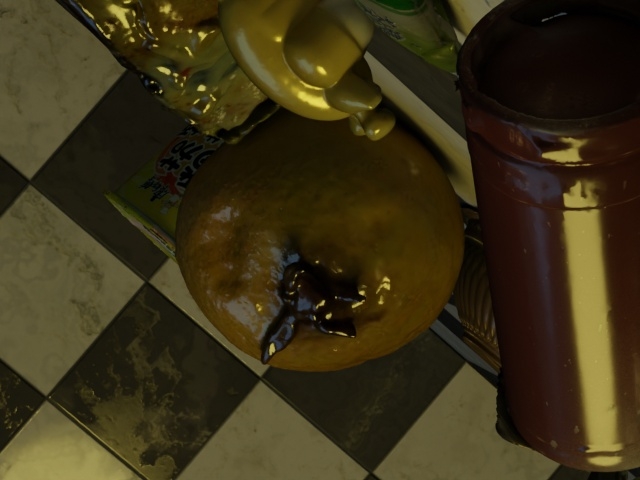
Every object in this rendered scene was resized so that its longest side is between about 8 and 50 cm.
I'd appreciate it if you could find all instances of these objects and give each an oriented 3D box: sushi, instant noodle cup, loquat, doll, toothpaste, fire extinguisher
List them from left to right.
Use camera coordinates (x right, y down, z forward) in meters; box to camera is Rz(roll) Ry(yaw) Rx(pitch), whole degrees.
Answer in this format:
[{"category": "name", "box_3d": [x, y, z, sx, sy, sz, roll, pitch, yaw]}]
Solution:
[{"category": "sushi", "box_3d": [-0.085, -0.170, 1.320, 0.291, 0.139, 0.131, 47, -167, -51]}, {"category": "doll", "box_3d": [-0.057, -0.171, 1.142, 0.291, 0.086, 0.117, 44, 180, -14]}, {"category": "instant noodle cup", "box_3d": [-0.057, -0.035, 1.849, 0.264, 0.200, 0.264, 40, 175, 4]}, {"category": "loquat", "box_3d": [0.000, 0.000, 1.486, 0.244, 0.244, 0.244, 40, 176, 3]}, {"category": "toothpaste", "box_3d": [0.029, -0.141, 0.946, 0.078, 0.047, 0.248, 42, 179, 19]}, {"category": "instant noodle cup", "box_3d": [0.196, 0.089, 1.622, 0.274, 0.091, 0.274, 41, 177, 2]}, {"category": "fire extinguisher", "box_3d": [0.117, 0.025, 0.805, 0.105, 0.105, 0.269, 38, 152, 39]}]

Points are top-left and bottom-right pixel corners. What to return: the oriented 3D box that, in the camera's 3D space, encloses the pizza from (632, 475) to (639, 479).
[{"category": "pizza", "box_3d": [0.242, 0.109, 0.866, 0.280, 0.075, 0.288, 44, 149, -25]}]
